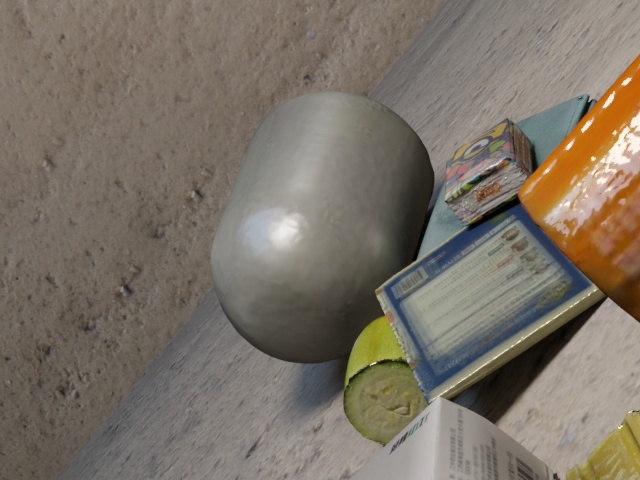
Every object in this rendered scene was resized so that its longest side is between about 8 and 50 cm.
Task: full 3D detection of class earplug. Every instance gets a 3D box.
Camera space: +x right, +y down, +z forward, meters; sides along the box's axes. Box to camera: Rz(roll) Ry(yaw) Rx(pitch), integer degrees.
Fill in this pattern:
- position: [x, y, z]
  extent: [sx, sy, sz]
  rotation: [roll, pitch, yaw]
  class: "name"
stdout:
- position: [0.000, 0.000, 1.873]
  extent: [0.312, 0.313, 0.394]
  rotation: [-45, 19, 37]
  class: "earplug"

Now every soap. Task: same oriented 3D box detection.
- position: [0.252, 0.222, 0.933]
  extent: [0.092, 0.037, 0.252]
  rotation: [-49, 12, 16]
  class: "soap"

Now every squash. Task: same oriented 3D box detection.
- position: [0.090, 0.155, 1.523]
  extent: [0.123, 0.123, 0.186]
  rotation: [-49, 14, 23]
  class: "squash"

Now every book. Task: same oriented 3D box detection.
- position: [0.186, 0.061, 1.433]
  extent: [0.228, 0.018, 0.322]
  rotation: [-35, 21, 6]
  class: "book"

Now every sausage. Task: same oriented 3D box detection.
- position: [0.339, -0.073, 0.973]
  extent: [0.287, 0.233, 0.233]
  rotation: [-51, 12, 21]
  class: "sausage"

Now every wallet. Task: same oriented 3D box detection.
- position: [0.248, -0.061, 1.687]
  extent: [0.290, 0.054, 0.251]
  rotation: [-22, 38, 56]
  class: "wallet"

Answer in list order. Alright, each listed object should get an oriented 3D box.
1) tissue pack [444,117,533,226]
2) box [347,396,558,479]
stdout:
- position: [0.221, -0.090, 1.592]
  extent: [0.109, 0.060, 0.148]
  rotation: [-35, 17, 21]
  class: "tissue pack"
- position: [0.065, 0.317, 1.123]
  extent: [0.333, 0.145, 0.173]
  rotation: [-47, 16, 28]
  class: "box"
